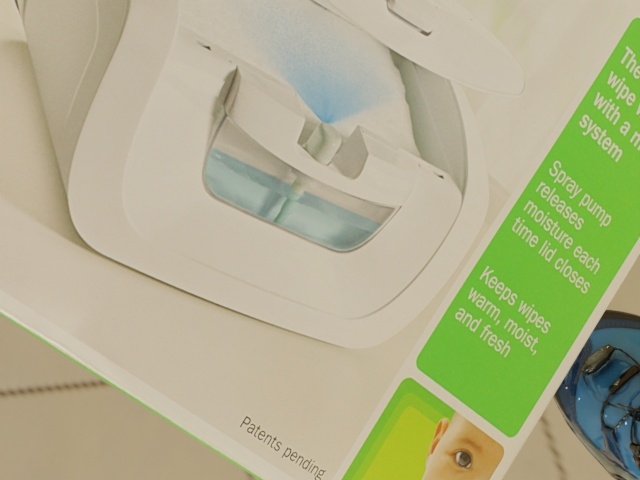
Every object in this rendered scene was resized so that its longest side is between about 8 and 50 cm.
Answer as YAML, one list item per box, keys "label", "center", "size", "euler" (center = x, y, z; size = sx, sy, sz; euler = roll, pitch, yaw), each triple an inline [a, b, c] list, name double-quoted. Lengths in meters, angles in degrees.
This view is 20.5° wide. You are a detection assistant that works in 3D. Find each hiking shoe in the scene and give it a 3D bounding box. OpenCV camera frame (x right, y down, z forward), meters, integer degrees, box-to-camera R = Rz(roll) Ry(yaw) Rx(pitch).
- label: "hiking shoe"
  center: [0.248, 0.123, 1.083]
  size: [0.113, 0.132, 0.304]
  euler: [-47, 53, -5]

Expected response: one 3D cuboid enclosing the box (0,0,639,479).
- label: "box"
  center: [-0.016, -0.061, 0.547]
  size: [0.262, 0.126, 0.231]
  euler: [39, 81, -37]
